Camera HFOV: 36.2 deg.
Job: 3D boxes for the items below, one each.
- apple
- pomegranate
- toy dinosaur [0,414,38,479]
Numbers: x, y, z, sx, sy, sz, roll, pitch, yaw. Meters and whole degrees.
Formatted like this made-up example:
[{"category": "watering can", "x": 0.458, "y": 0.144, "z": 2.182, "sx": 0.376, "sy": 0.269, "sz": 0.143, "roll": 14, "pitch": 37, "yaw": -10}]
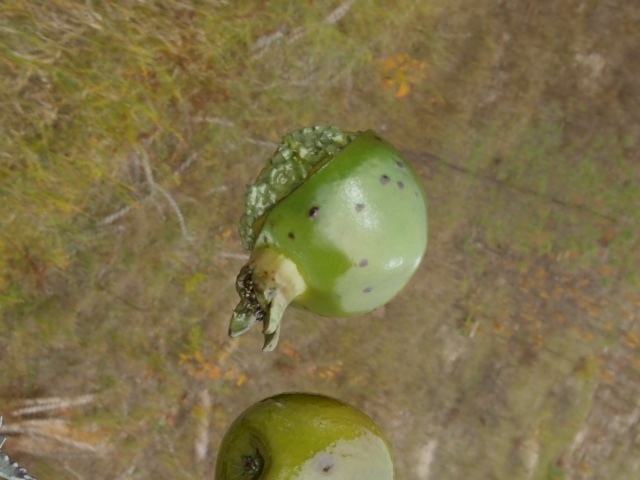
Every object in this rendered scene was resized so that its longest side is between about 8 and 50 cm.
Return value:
[{"category": "apple", "x": -0.021, "y": 0.245, "z": 0.998, "sx": 0.157, "sy": 0.196, "sz": 0.196, "roll": 30, "pitch": 85, "yaw": -37}, {"category": "pomegranate", "x": 0.000, "y": 0.000, "z": 1.260, "sx": 0.341, "sy": 0.260, "sz": 0.260, "roll": -53, "pitch": 149, "yaw": -28}, {"category": "toy dinosaur", "x": -0.336, "y": 0.170, "z": 0.837, "sx": 0.082, "sy": 0.208, "sz": 0.039, "roll": -69, "pitch": 174, "yaw": -55}]
